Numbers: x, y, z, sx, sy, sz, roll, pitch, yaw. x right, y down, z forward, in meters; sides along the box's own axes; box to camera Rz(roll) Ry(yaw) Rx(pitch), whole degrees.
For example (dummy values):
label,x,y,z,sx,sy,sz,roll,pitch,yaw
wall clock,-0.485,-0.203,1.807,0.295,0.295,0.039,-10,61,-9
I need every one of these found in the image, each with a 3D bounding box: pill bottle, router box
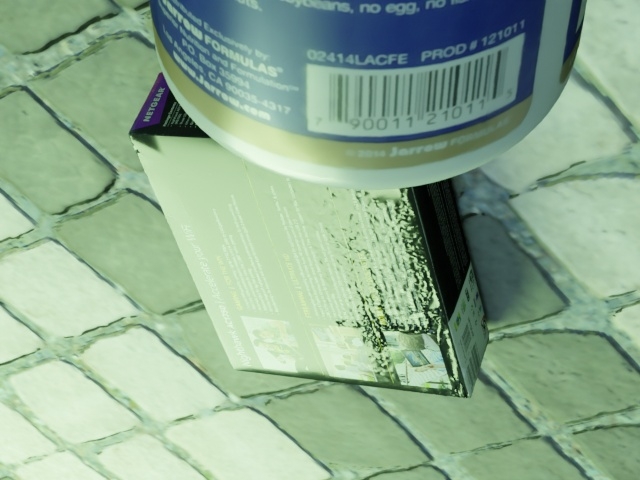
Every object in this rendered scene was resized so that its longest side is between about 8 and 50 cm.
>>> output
label,x,y,z,sx,sy,sz,roll,pitch,yaw
pill bottle,0.017,-0.153,0.468,0.153,0.153,0.264,14,142,10
router box,0.000,0.000,0.751,0.133,0.046,0.179,5,139,22
